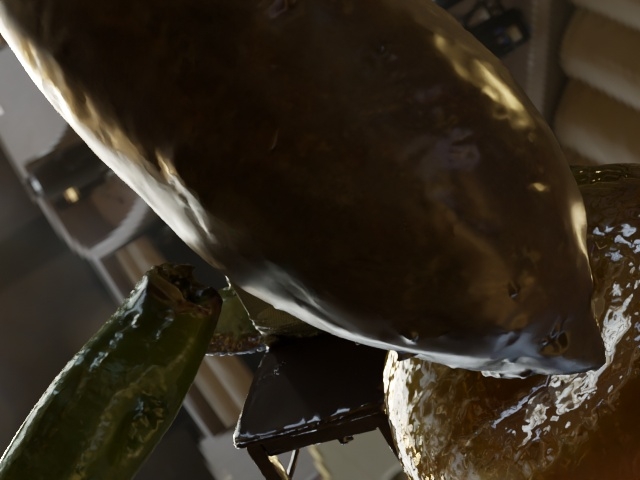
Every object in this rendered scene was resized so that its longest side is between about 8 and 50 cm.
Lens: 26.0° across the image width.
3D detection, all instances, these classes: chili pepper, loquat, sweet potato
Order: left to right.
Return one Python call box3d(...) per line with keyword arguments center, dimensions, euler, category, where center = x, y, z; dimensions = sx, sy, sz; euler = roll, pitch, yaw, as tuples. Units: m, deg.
box3d(center=(-0.104, 0.091, 0.537), dimensions=(0.052, 0.202, 0.050), euler=(36, -11, 10), category="chili pepper")
box3d(center=(-0.062, -0.088, 0.532), dimensions=(0.422, 0.130, 0.130), euler=(37, -38, 20), category="sweet potato")
box3d(center=(0.177, 0.102, 0.744), dimensions=(0.284, 0.276, 0.276), euler=(24, -45, 47), category="loquat")

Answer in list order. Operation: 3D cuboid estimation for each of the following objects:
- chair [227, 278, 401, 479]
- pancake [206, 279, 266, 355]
box3d(center=(-0.001, 0.106, 1.276), dimensions=(0.160, 0.186, 0.319), euler=(-17, -60, 22), category="chair")
box3d(center=(-0.003, -0.002, 1.468), dimensions=(0.054, 0.376, 0.197), euler=(41, -20, 44), category="pancake")
